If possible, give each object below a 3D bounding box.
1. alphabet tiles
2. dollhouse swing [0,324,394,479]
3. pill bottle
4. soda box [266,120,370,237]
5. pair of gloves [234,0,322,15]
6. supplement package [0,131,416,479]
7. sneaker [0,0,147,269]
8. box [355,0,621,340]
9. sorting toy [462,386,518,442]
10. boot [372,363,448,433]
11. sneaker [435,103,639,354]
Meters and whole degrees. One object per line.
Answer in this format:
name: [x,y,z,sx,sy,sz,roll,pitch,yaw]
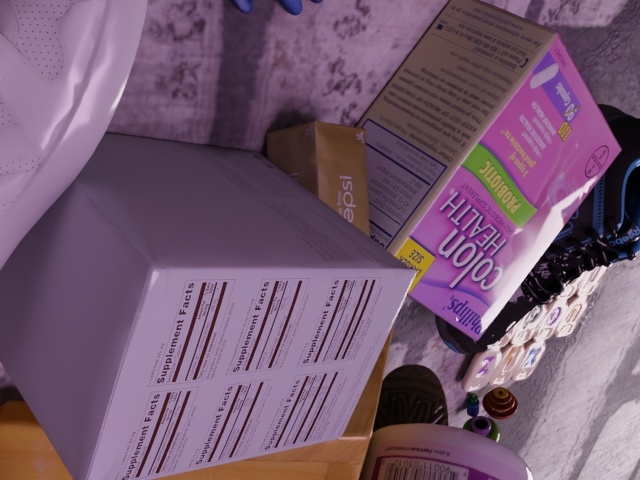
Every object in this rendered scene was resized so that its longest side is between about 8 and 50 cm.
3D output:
alphabet tiles: [0.287,0.077,1.071,0.284,0.021,0.278,-1,120,-43]
dollhouse swing: [-0.124,0.219,0.759,0.315,0.305,0.347,-68,171,-61]
pill bottle: [0.085,0.327,0.688,0.169,0.169,0.301,65,34,-48]
soda box: [0.000,0.000,0.638,0.058,0.061,0.181,0,86,-44]
pair of gloves: [-0.009,-0.248,0.537,0.198,0.023,0.159,-53,141,2]
supplement package: [-0.090,0.034,0.540,0.203,0.194,0.149,2,117,-44]
sneaker: [-0.220,-0.066,0.409,0.169,0.108,0.292,22,104,-53]
box: [0.137,-0.058,0.748,0.243,0.117,0.213,-53,141,3]
sorting toy: [0.229,0.235,1.107,0.102,0.061,0.042,-44,142,-33]
boot: [0.097,0.286,0.972,0.269,0.089,0.236,72,28,-71]
sneaker: [0.260,-0.006,0.875,0.341,0.139,0.125,-50,128,-4]
